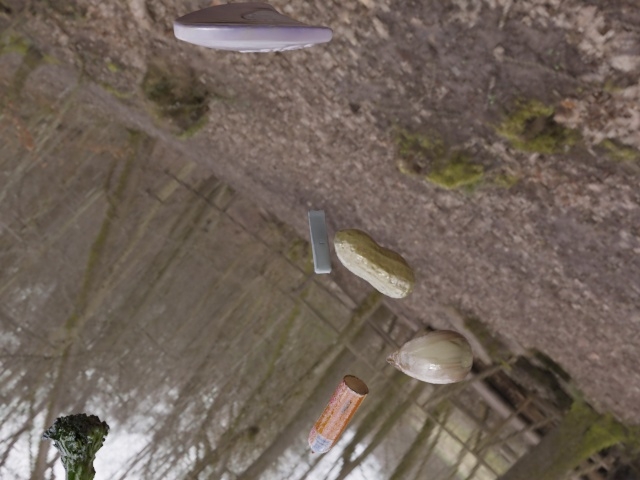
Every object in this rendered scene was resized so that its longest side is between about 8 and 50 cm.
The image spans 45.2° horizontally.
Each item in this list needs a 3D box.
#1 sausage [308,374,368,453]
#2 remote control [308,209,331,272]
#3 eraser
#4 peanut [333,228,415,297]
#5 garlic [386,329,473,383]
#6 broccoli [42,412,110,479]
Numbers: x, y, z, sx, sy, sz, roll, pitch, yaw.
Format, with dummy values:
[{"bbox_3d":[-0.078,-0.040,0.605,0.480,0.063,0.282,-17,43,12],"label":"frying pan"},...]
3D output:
[{"bbox_3d":[0.033,0.436,1.879,0.071,0.234,0.071,25,-158,-11],"label":"sausage"},{"bbox_3d":[0.000,0.000,2.167,0.027,0.049,0.184,140,125,-65],"label":"remote control"},{"bbox_3d":[-0.133,-0.354,1.298,0.204,0.243,0.059,38,134,46],"label":"eraser"},{"bbox_3d":[0.119,0.046,1.694,0.214,0.099,0.090,34,148,-15],"label":"peanut"},{"bbox_3d":[0.270,0.268,1.812,0.128,0.206,0.115,-107,20,-57],"label":"garlic"},{"bbox_3d":[-0.647,0.609,2.019,0.165,0.145,0.304,30,-124,-71],"label":"broccoli"}]
